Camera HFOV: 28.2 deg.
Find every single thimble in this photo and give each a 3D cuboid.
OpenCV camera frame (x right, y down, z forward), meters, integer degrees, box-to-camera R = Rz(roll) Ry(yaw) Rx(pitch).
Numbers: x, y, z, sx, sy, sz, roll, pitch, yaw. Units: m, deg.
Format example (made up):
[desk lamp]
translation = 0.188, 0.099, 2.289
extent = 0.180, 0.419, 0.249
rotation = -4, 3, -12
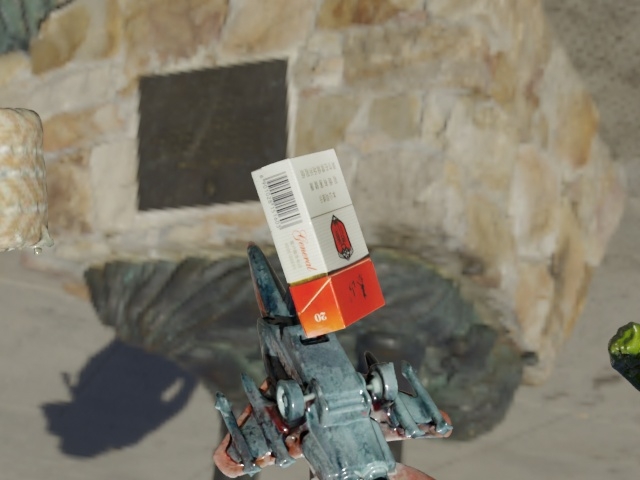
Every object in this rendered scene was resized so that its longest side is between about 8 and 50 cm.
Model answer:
[thimble]
translation = -0.373, -0.056, 1.247
extent = 0.229, 0.148, 0.196
rotation = -1, -178, 45

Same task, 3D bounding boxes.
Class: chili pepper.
[chili pepper]
translation = 0.448, 0.179, 1.663
extent = 0.204, 0.073, 0.072
rotation = 39, 105, -23

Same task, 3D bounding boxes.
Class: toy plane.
[toy plane]
translation = -0.010, 0.111, 1.135
extent = 0.223, 0.326, 0.104
rotation = -7, 145, -23

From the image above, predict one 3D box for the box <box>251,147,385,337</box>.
[box]
translation = 0.000, 0.000, 1.118
extent = 0.048, 0.152, 0.100
rotation = -20, 180, 27
